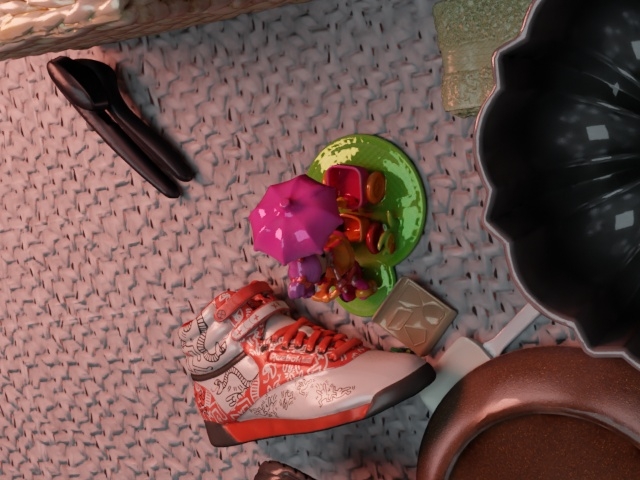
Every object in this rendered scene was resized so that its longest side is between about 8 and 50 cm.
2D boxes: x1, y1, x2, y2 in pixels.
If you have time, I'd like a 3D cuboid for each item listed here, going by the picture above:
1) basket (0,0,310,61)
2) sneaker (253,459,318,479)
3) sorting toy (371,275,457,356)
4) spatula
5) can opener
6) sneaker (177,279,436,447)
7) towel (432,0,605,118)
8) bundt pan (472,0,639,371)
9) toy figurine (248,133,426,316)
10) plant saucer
[{"bbox_3d":[-0.207,-0.305,1.041,0.331,0.328,0.266,-6,100,32],"label":"basket"},{"bbox_3d":[0.042,0.338,1.061,0.330,0.122,0.146,44,76,2],"label":"sneaker"},{"bbox_3d":[0.079,0.079,1.113,0.062,0.012,0.083,34,115,4],"label":"sorting toy"},{"bbox_3d":[0.208,0.114,1.042,0.168,0.019,0.242,48,120,16],"label":"spatula"},{"bbox_3d":[-0.204,-0.114,1.231,0.186,0.073,0.059,47,128,1],"label":"can opener"},{"bbox_3d":[-0.027,0.103,1.134,0.270,0.090,0.145,-19,91,40],"label":"sneaker"},{"bbox_3d":[0.164,-0.162,1.011,0.148,0.027,0.110,-4,97,32],"label":"towel"},{"bbox_3d":[0.287,-0.067,0.888,0.331,0.124,0.331,6,103,26],"label":"bundt pan"},{"bbox_3d":[0.000,0.000,1.065,0.130,0.159,0.173,8,104,30],"label":"toy figurine"},{"bbox_3d":[0.214,0.244,1.035,0.310,0.050,0.310,9,108,27],"label":"plant saucer"}]
